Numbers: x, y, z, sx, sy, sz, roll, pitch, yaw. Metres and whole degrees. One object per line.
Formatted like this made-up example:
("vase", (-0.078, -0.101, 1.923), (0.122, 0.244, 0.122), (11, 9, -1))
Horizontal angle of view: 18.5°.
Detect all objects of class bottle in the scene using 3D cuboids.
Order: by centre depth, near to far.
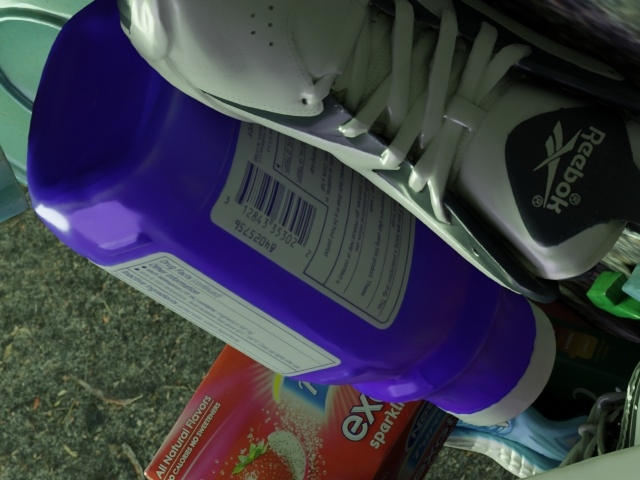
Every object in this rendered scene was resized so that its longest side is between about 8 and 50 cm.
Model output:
("bottle", (0.000, 0.000, 0.845), (0.092, 0.118, 0.283), (-17, 146, 34))

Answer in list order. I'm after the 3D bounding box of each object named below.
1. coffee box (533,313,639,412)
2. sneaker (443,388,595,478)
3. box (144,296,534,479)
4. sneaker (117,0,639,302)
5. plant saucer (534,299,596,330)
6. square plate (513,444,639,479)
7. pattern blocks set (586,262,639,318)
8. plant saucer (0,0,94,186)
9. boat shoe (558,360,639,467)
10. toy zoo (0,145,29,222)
("coffee box", (0.163, 0.106, 1.336), (0.184, 0.040, 0.113), (18, 136, 12))
("sneaker", (0.110, 0.100, 1.300), (0.162, 0.073, 0.063), (21, -152, 3))
("box", (0.021, 0.080, 1.225), (0.128, 0.257, 0.122), (31, 175, 18))
("sneaker", (0.046, -0.050, 0.698), (0.153, 0.094, 0.235), (27, 174, 40))
("plant saucer", (0.108, 0.059, 1.547), (0.332, 0.084, 0.332), (33, 175, 3))
("square plate", (0.237, 0.210, 1.154), (0.344, 0.049, 0.347), (-21, 141, 29))
("pattern blocks set", (0.059, -0.049, 1.043), (0.325, 0.026, 0.285), (34, 176, -17))
("plant saucer", (-0.112, -0.088, 0.944), (0.318, 0.043, 0.317), (22, 153, 11))
("boat shoe", (0.207, 0.147, 1.238), (0.105, 0.113, 0.306), (27, 157, 29))
("toy zoo", (-0.186, -0.130, 0.758), (0.293, 0.030, 0.192), (62, 172, 15))
